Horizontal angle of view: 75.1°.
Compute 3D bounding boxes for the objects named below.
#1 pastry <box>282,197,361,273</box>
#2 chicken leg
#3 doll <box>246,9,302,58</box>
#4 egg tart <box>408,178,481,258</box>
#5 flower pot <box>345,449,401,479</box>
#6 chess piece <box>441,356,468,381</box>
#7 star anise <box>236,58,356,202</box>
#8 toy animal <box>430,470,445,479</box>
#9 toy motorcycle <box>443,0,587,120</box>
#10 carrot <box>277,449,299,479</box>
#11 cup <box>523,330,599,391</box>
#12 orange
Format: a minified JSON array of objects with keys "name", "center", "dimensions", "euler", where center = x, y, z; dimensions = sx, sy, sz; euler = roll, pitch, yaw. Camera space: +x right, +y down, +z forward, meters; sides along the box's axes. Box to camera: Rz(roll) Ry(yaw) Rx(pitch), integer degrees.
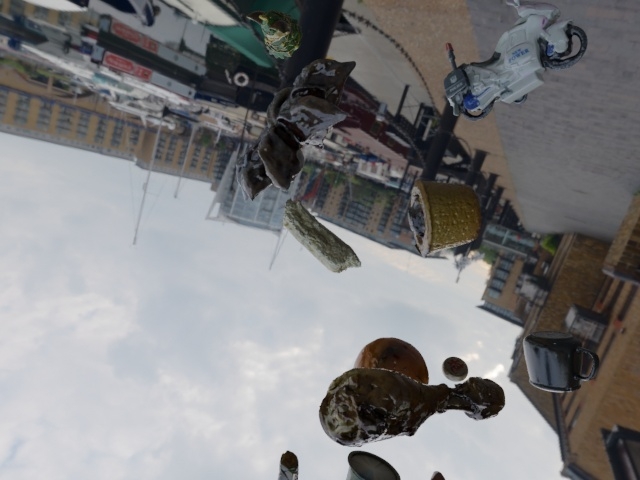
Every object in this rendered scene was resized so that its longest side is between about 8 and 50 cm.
[{"name":"pastry","center":[0.000,0.000,1.128],"dimensions":[0.258,0.089,0.121],"euler":[44,180,10]},{"name":"chicken leg","center":[0.122,0.211,0.543],"dimensions":[0.252,0.107,0.087],"euler":[1,-126,-14]},{"name":"doll","center":[-0.076,-0.395,0.755],"dimensions":[0.078,0.076,0.113],"euler":[29,177,10]},{"name":"egg tart","center":[0.321,-0.064,1.108],"dimensions":[0.171,0.215,0.215],"euler":[-6,-171,3]},{"name":"flower pot","center":[0.176,0.946,1.573],"dimensions":[0.213,0.202,0.212],"euler":[16,-177,-1]},{"name":"chess piece","center":[0.437,0.419,1.354],"dimensions":[0.084,0.038,0.083],"euler":[-1,-141,1]},{"name":"star anise","center":[-0.038,-0.143,0.540],"dimensions":[0.081,0.230,0.262],"euler":[33,-152,-13]},{"name":"toy animal","center":[0.178,0.404,0.409],"dimensions":[0.281,0.195,0.169],"euler":[36,157,32]},{"name":"toy motorcycle","center":[0.305,-0.304,0.691],"dimensions":[0.102,0.150,0.221],"euler":[-6,165,-43]},{"name":"carrot","center":[-0.099,0.707,1.221],"dimensions":[0.069,0.228,0.069],"euler":[6,-150,-4]},{"name":"cup","center":[0.760,0.388,1.318],"dimensions":[0.170,0.176,0.223],"euler":[1,178,-26]},{"name":"orange","center":[0.223,0.435,1.339],"dimensions":[0.246,0.246,0.246],"euler":[18,-171,-3]}]
